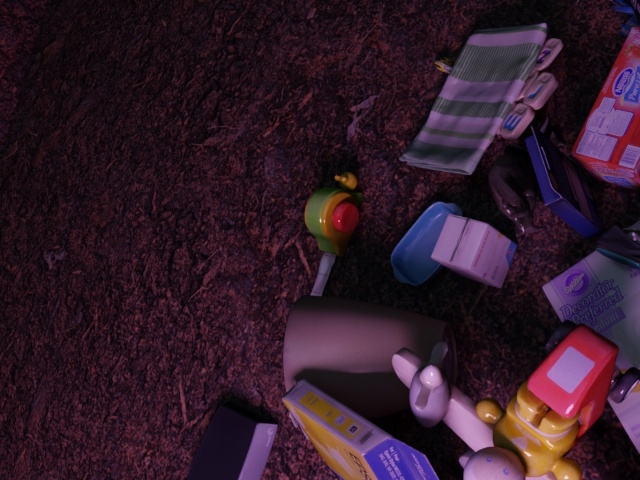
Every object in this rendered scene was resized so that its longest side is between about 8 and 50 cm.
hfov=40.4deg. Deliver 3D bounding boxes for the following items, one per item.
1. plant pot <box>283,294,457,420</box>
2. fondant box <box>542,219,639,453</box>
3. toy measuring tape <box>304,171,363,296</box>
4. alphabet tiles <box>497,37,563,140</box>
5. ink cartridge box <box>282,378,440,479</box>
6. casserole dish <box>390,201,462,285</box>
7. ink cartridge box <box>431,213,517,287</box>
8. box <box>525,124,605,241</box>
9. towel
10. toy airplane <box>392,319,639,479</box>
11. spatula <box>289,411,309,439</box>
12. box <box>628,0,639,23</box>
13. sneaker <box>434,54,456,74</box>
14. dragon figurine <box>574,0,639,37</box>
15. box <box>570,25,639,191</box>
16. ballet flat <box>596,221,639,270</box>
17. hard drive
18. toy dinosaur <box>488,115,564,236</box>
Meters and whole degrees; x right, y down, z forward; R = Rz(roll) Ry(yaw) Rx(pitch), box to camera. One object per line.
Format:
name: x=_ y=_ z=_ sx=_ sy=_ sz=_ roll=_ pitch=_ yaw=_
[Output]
plant pot: x=0.105 y=0.222 z=1.610 sx=0.274 sy=0.256 sz=0.256 roll=-4 pitch=67 yaw=21
fondant box: x=0.534 y=0.146 z=1.364 sx=0.238 sy=0.096 sz=0.330 roll=-38 pitch=50 yaw=20
toy measuring tape: x=0.000 y=0.000 z=1.865 sx=0.121 sy=0.121 sz=0.330 roll=15 pitch=81 yaw=43
alphabet tiles: x=0.349 y=-0.280 z=1.691 sx=0.278 sy=0.021 sz=0.284 roll=-53 pitch=24 yaw=6
ink cartridge box: x=0.101 y=0.399 z=1.452 sx=0.072 sy=0.303 sz=0.307 roll=-40 pitch=34 yaw=-18
casserole dish: x=0.220 y=0.010 z=1.729 sx=0.188 sy=0.037 sz=0.114 roll=-52 pitch=47 yaw=10
ink cartridge box: x=0.280 y=0.017 z=1.601 sx=0.090 sy=0.143 sz=0.092 roll=17 pitch=82 yaw=43
box: x=0.411 y=-0.097 z=1.486 sx=0.037 sy=0.225 sz=0.136 roll=-27 pitch=55 yaw=28
towel: x=0.299 y=-0.281 z=1.708 sx=0.324 sy=0.038 sz=0.248 roll=-59 pitch=26 yaw=-6
toy airplane: x=0.293 y=0.327 z=1.302 sx=0.386 sy=0.272 sz=0.384 roll=-12 pitch=96 yaw=43
spatula: x=-0.035 y=0.292 z=1.699 sx=0.019 sy=0.242 sz=0.168 roll=-4 pitch=64 yaw=6
box: x=0.625 y=-0.473 z=1.482 sx=0.216 sy=0.060 sz=0.270 roll=-12 pitch=53 yaw=6
sneaker: x=0.279 y=-0.374 z=1.856 sx=0.035 sy=0.031 sz=0.083 roll=-50 pitch=53 yaw=-4
dragon figurine: x=0.583 y=-0.422 z=1.576 sx=0.289 sy=0.085 sz=0.144 roll=7 pitch=67 yaw=34
box: x=0.557 y=-0.222 z=1.491 sx=0.128 sy=0.123 sz=0.256 roll=24 pitch=87 yaw=43
ballet flat: x=0.514 y=0.028 z=1.325 sx=0.203 sy=0.074 sz=0.074 roll=37 pitch=96 yaw=45
hard drive: x=-0.202 y=0.483 z=1.855 sx=0.172 sy=0.054 sz=0.254 roll=16 pitch=81 yaw=43
toy dinosaur: x=0.349 y=-0.095 z=1.553 sx=0.121 sy=0.314 sz=0.160 roll=-29 pitch=92 yaw=40
